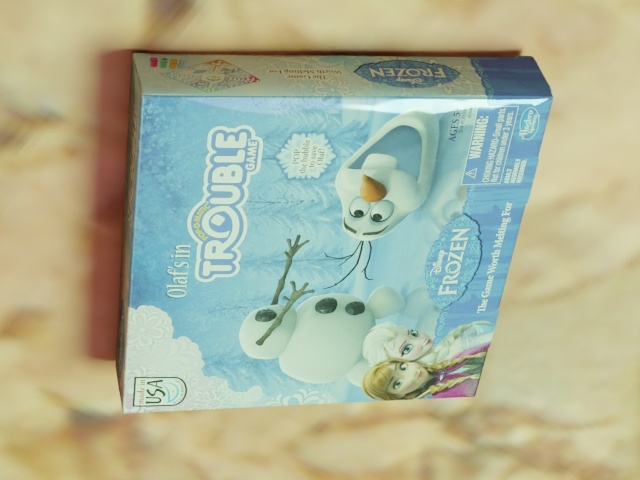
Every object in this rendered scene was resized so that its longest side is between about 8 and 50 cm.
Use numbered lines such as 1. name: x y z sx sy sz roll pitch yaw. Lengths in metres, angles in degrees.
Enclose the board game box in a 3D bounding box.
1. board game box: 0.000 0.000 0.339 0.090 0.020 0.090 -1 128 -12
